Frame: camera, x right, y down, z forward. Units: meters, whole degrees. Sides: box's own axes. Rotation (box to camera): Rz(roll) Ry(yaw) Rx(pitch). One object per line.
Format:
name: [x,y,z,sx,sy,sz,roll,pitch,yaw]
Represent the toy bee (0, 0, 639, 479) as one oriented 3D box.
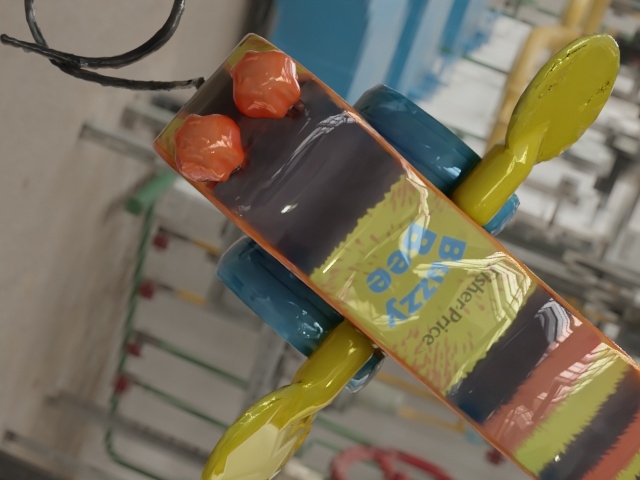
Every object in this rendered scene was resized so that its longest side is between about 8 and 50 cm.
toy bee: [0.000,0.000,0.588,0.162,0.298,0.195,38,72,-85]
